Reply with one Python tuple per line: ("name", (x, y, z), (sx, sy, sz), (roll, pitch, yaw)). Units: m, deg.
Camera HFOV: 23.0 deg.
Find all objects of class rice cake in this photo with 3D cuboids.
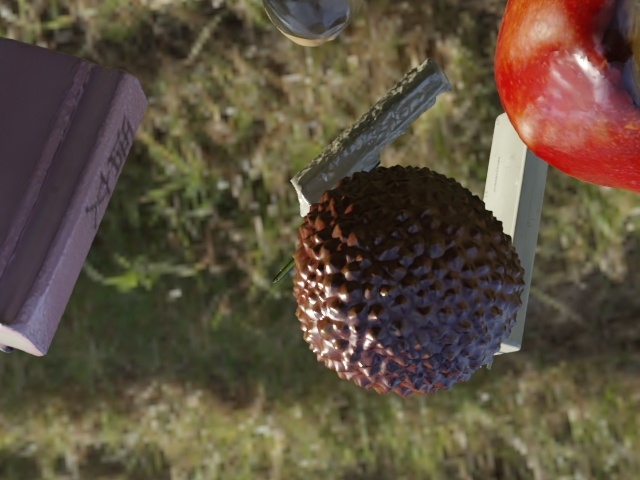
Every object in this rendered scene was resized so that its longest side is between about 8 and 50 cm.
("rice cake", (0.064, -0.127, 1.976), (0.256, 0.052, 0.057), (-42, 140, -10))

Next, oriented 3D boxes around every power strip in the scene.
("power strip", (0.247, -0.008, 2.081), (0.043, 0.367, 0.106), (15, 166, -19))

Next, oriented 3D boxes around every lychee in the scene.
("lychee", (0.095, 0.050, 1.837), (0.276, 0.276, 0.304), (-20, 178, 37))

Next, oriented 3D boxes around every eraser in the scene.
("eraser", (-0.404, -0.065, 1.944), (0.272, 0.359, 0.122), (17, 162, 12))

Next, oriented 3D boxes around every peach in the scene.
("peach", (0.251, -0.146, 1.217), (0.245, 0.248, 0.274), (-29, 158, 35))

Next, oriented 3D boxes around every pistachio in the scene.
("pistachio", (-0.014, -0.355, 2.033), (0.153, 0.238, 0.138), (31, 139, -30))

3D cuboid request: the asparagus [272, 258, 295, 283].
("asparagus", (0.000, 0.000, 2.003), (0.166, 0.016, 0.013), (-42, 154, 10))
